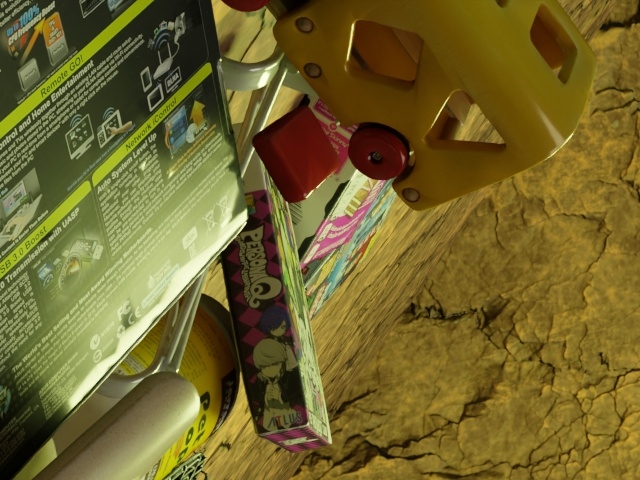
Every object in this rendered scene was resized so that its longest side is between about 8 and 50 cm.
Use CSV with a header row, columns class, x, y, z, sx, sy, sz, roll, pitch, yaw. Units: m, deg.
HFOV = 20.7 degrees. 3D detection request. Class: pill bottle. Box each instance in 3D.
class,x,y,z,sx,sy,sz,roll,pitch,yaw
pill bottle,-0.127,0.100,1.147,0.117,0.117,0.215,-60,171,23

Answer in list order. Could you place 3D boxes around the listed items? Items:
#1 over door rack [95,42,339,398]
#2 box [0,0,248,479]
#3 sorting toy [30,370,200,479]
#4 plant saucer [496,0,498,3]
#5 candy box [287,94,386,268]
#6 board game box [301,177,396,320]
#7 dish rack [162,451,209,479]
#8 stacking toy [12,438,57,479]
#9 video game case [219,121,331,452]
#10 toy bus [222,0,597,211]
class,x,y,z,sx,sy,sz,roll,pitch,yaw
over door rack,-0.045,-0.099,0.950,0.324,0.108,0.239,-59,175,-49
box,-0.133,-0.019,0.625,0.270,0.060,0.216,-50,144,-38
sorting toy,-0.133,0.156,0.677,0.193,0.038,0.208,-42,172,-37
plant saucer,0.258,-0.328,1.899,0.188,0.045,0.188,-48,168,-44
candy box,0.033,-0.097,1.447,0.233,0.071,0.159,-59,170,17
board game box,0.000,0.000,1.657,0.194,0.060,0.194,-47,168,-39
dish rack,-0.207,0.307,1.635,0.271,0.074,0.208,-61,171,19
stacking toy,-0.256,0.189,0.783,0.330,0.141,0.141,-54,172,18
video game case,-0.035,0.042,1.257,0.042,0.210,0.232,-11,169,2
toy bus,0.036,-0.116,0.760,0.104,0.191,0.202,-22,165,35
